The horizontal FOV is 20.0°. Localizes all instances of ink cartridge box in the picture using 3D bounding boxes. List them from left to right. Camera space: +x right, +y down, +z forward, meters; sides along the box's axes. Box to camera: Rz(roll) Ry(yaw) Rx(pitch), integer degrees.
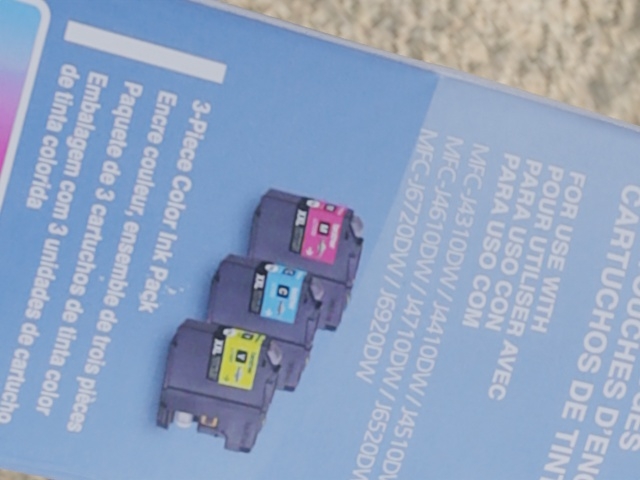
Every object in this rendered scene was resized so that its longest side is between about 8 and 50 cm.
[{"bbox_3d":[0.000,0.000,0.641,0.395,0.270,0.151,13,97,-17],"label":"ink cartridge box"}]
